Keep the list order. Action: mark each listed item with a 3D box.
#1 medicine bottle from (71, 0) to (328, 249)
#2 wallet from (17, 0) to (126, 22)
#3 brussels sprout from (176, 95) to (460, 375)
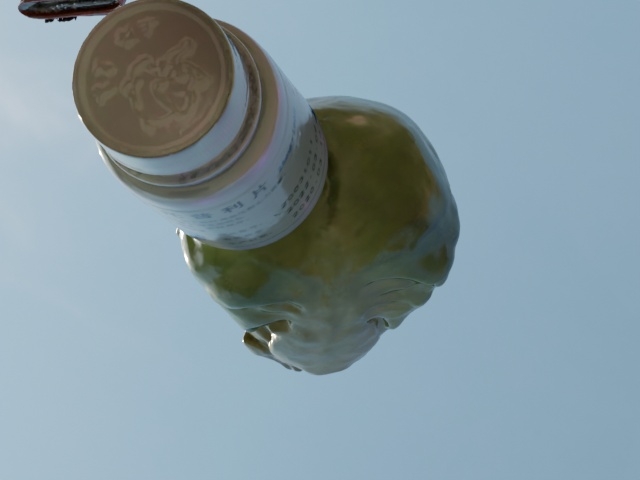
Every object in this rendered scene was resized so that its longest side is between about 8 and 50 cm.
[{"bbox_3d":[-0.101,-0.099,1.598,0.170,0.293,0.170,-3,-104,11],"label":"medicine bottle"},{"bbox_3d":[-0.218,-0.316,1.870,0.142,0.045,0.204,1,-121,37],"label":"wallet"},{"bbox_3d":[0.007,-0.011,1.856,0.274,0.316,0.242,-42,-136,-7],"label":"brussels sprout"}]
